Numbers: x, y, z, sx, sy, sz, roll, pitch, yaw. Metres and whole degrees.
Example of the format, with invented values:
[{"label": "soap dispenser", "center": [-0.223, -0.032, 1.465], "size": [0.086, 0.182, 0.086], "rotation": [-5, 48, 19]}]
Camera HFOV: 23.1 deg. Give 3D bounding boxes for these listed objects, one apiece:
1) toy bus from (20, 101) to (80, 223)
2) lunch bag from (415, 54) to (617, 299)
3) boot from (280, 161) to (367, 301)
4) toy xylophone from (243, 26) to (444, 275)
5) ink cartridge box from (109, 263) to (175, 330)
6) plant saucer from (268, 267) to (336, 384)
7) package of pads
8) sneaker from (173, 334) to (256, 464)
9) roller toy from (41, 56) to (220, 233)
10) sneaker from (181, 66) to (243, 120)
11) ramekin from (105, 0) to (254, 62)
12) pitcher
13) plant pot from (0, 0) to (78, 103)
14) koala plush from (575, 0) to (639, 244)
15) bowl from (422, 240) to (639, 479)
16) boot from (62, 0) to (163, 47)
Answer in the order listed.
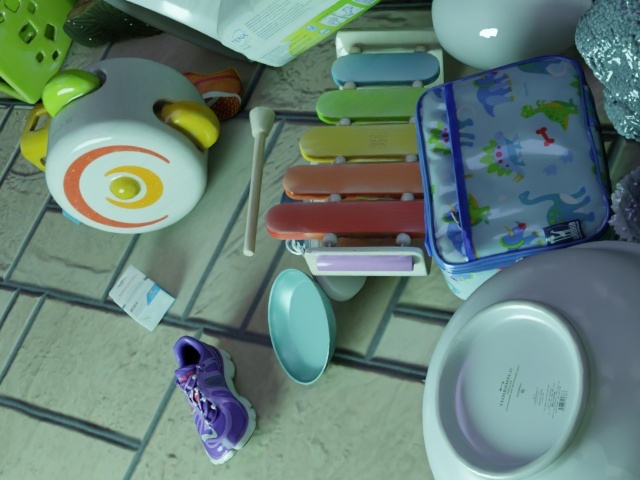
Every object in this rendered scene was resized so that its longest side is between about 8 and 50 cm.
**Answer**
[{"label": "toy bus", "center": [-0.299, -0.146, 2.042], "size": [0.202, 0.104, 0.191], "rotation": [-46, 38, 8]}, {"label": "lunch bag", "center": [0.177, -0.057, 1.449], "size": [0.176, 0.090, 0.219], "rotation": [-11, 57, 15]}, {"label": "boot", "center": [0.000, 0.000, 1.665], "size": [0.086, 0.069, 0.190], "rotation": [-43, 35, 40]}, {"label": "toy xylophone", "center": [0.032, -0.079, 1.601], "size": [0.236, 0.081, 0.322], "rotation": [-6, 52, 5]}, {"label": "ink cartridge box", "center": [-0.210, 0.066, 1.844], "size": [0.048, 0.028, 0.083], "rotation": [-53, 38, -2]}, {"label": "plant saucer", "center": [-0.015, 0.086, 1.595], "size": [0.119, 0.021, 0.119], "rotation": [20, 114, 56]}, {"label": "package of pads", "center": [-0.006, -0.358, 1.701], "size": [0.229, 0.101, 0.296], "rotation": [-27, 48, 53]}, {"label": "sneaker", "center": [-0.122, 0.165, 1.640], "size": [0.068, 0.071, 0.170], "rotation": [-43, 39, 11]}, {"label": "roller toy", "center": [-0.227, -0.107, 1.870], "size": [0.209, 0.191, 0.146], "rotation": [2, 49, -5]}, {"label": "sneaker", "center": [-0.179, -0.175, 1.959], "size": [0.175, 0.064, 0.067], "rotation": [-6, 51, 10]}, {"label": "ramekin", "center": [-0.154, -0.316, 1.914], "size": [0.273, 0.273, 0.127], "rotation": [24, 91, 52]}, {"label": "pitcher", "center": [0.210, -0.260, 1.563], "size": [0.207, 0.178, 0.125], "rotation": [-3, 18, 43]}, {"label": "plant pot", "center": [-0.474, -0.361, 2.305], "size": [0.207, 0.228, 0.227], "rotation": [-51, 37, -11]}, {"label": "koala plush", "center": [0.315, -0.102, 1.330], "size": [0.196, 0.203, 0.221], "rotation": [-21, 59, 34]}, {"label": "bowl", "center": [0.184, 0.130, 1.248], "size": [0.298, 0.134, 0.298], "rotation": [-15, 66, 39]}, {"label": "boot", "center": [-0.249, -0.417, 2.223], "size": [0.236, 0.089, 0.269], "rotation": [-4, 57, 43]}]
